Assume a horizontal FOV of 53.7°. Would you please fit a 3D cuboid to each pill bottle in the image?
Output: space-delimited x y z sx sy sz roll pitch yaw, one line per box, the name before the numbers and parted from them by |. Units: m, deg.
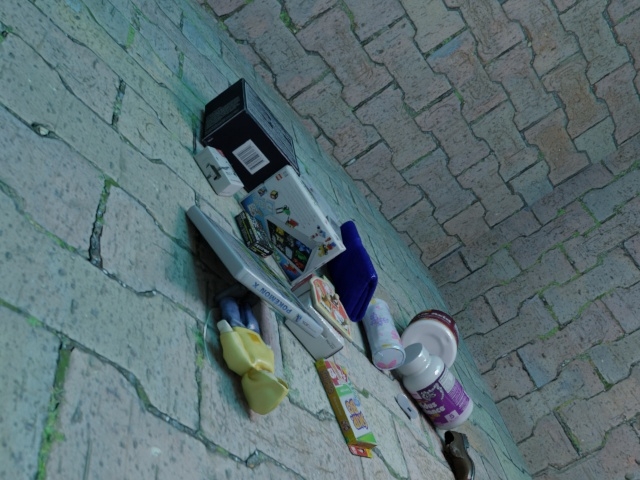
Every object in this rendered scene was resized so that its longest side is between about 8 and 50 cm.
pill bottle | 0.457 0.405 2.603 0.224 0.224 0.392 57 14 5
pill bottle | 0.399 0.518 2.266 0.301 0.169 0.169 52 14 -12

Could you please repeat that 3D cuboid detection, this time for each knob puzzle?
knob puzzle | 0.033 0.168 1.755 0.213 0.030 0.213 50 14 -18

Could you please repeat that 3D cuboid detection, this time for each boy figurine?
boy figurine | -0.147 0.218 1.295 0.177 0.092 0.285 45 14 -45

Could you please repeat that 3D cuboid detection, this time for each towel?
towel | 0.098 0.105 2.198 0.076 0.227 0.308 2 38 -20

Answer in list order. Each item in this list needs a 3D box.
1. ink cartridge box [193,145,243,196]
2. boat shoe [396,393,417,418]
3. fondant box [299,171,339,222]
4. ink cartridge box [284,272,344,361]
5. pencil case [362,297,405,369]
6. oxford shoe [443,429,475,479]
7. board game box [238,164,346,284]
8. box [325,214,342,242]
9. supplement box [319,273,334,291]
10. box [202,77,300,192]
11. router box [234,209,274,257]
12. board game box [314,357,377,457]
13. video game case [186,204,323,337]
ink cartridge box | -0.294 -0.200 1.840 0.135 0.056 0.099 57 13 8
boat shoe | 0.284 0.549 2.100 0.100 0.035 0.035 50 -13 -5
fondant box | -0.051 -0.127 2.412 0.238 0.096 0.330 55 13 -3
ink cartridge box | -0.012 0.211 1.757 0.158 0.092 0.218 52 12 -15
pencil case | 0.209 0.321 2.200 0.124 0.113 0.273 34 23 -31
oxford shoe | 0.466 0.751 2.176 0.096 0.082 0.227 26 25 -17
board game box | -0.087 -0.046 1.892 0.305 0.193 0.053 57 14 7
box | 0.000 0.000 2.190 0.072 0.137 0.126 47 16 -21
supplement box | -0.005 0.161 1.911 0.056 0.083 0.083 50 14 -20
box | -0.231 -0.333 2.100 0.296 0.183 0.294 49 16 -30
router box | -0.189 -0.017 1.807 0.092 0.038 0.122 36 23 -55
board game box | 0.070 0.434 1.642 0.124 0.039 0.259 35 27 -53
video game case | -0.160 0.071 1.505 0.300 0.036 0.329 43 -1 -40
